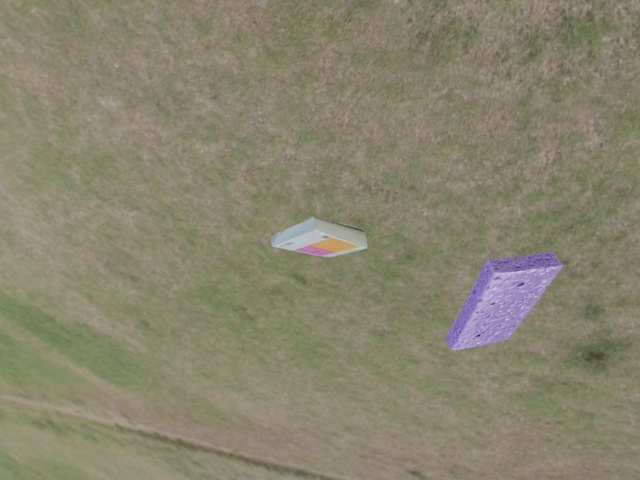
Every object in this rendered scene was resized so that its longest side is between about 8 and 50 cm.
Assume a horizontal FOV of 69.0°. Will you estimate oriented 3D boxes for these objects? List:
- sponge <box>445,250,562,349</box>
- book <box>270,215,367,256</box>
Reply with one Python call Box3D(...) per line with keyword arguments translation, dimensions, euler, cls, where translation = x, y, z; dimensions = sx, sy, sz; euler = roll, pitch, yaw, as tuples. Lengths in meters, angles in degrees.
Box3D(translation=(0.286, 0.102, 0.747), dimensions=(0.117, 0.031, 0.210), euler=(-7, 138, -14), cls="sponge")
Box3D(translation=(0.000, 0.000, 0.797), dimensions=(0.096, 0.035, 0.144), euler=(-21, 158, 34), cls="book")
